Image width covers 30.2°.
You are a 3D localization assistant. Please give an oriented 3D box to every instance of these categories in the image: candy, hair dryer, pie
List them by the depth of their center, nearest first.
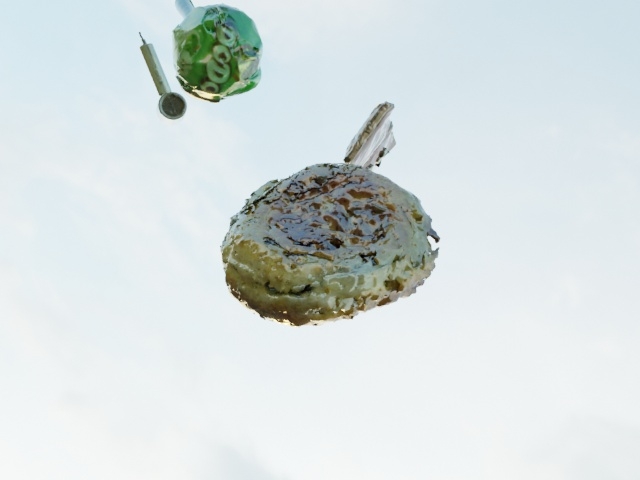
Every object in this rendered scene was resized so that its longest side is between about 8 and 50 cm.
[{"bbox_3d":[-0.125,-0.225,1.236,0.323,0.097,0.097,-122,-163,-63],"label":"candy"},{"bbox_3d":[0.000,0.001,1.494,0.308,0.308,0.085,23,-46,33],"label":"pie"},{"bbox_3d":[-0.205,-0.209,1.512,0.063,0.038,0.124,177,-109,-80],"label":"hair dryer"}]

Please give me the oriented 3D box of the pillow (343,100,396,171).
[{"bbox_3d":[0.077,-0.146,1.921,0.043,0.126,0.232,32,-7,8],"label":"pillow"}]
